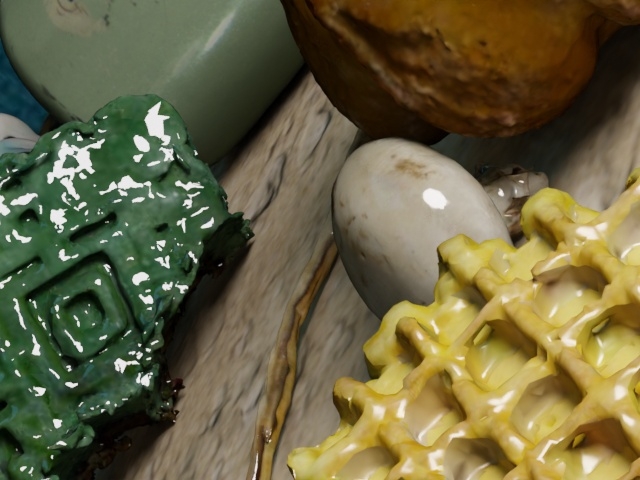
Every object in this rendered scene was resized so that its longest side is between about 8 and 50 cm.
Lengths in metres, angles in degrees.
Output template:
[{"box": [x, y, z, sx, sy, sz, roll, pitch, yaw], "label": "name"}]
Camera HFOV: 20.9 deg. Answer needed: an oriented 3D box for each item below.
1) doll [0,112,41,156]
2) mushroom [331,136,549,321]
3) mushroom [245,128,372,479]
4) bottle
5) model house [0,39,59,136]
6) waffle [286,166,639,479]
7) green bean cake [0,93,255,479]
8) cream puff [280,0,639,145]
[{"box": [-0.218, -0.030, 1.262, 0.107, 0.110, 0.180, -61, 21, 1], "label": "doll"}, {"box": [0.047, -0.006, 0.636, 0.079, 0.085, 0.085, -34, 13, -17], "label": "mushroom"}, {"box": [0.002, -0.003, 0.811, 0.028, 0.025, 0.286, 118, 167, -51], "label": "mushroom"}, {"box": [-0.028, -0.201, 0.950, 0.347, 0.168, 0.168, -47, 23, 31], "label": "bottle"}, {"box": [-0.336, -0.165, 1.460, 0.245, 0.312, 0.280, -37, 29, 25], "label": "model house"}, {"box": [0.074, 0.050, 0.434, 0.191, 0.038, 0.191, -25, 37, 21], "label": "waffle"}, {"box": [-0.121, 0.042, 0.886, 0.208, 0.193, 0.107, -29, -8, -10], "label": "green bean cake"}, {"box": [0.080, -0.156, 0.650, 0.269, 0.154, 0.241, -64, 13, 7], "label": "cream puff"}]
